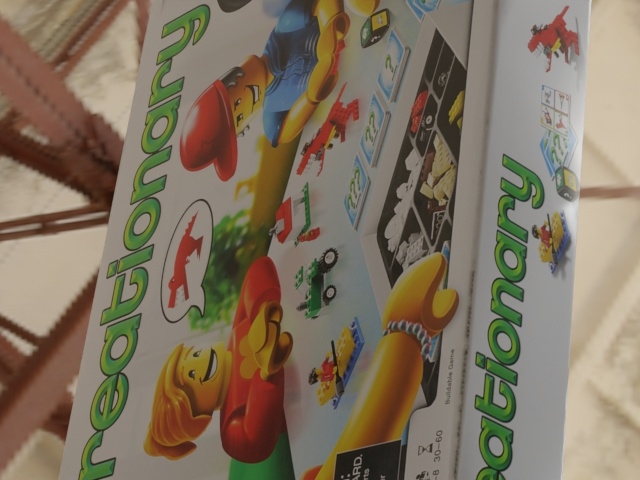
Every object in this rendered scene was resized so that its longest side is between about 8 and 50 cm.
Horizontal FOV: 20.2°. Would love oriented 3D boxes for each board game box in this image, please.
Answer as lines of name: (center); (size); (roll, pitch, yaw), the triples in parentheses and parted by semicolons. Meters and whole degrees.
board game box: (0.000, 0.000, 0.608); (0.053, 0.193, 0.305); (29, -124, -35)
